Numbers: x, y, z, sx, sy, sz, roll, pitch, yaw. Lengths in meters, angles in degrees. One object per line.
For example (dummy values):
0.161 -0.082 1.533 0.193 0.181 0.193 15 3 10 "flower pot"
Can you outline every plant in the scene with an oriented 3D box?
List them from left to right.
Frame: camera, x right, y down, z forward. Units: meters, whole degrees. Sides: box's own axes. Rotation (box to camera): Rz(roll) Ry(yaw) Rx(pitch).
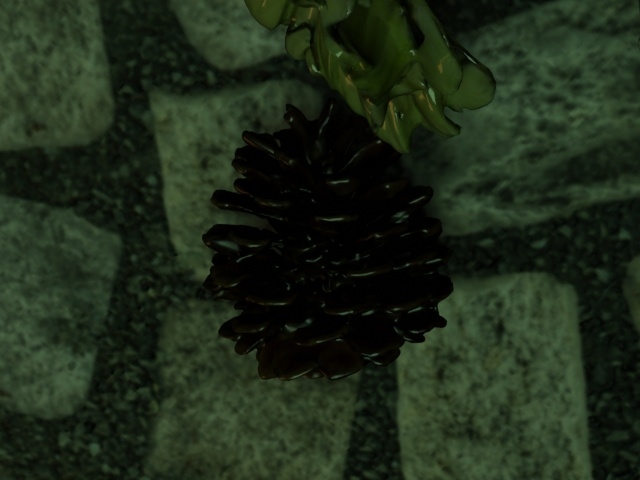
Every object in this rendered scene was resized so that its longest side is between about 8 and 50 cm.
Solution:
0.025 -0.192 0.944 0.297 0.261 0.305 -11 125 13 "plant"

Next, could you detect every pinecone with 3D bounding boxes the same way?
0.001 -0.007 1.096 0.163 0.163 0.165 -5 106 10 "pinecone"

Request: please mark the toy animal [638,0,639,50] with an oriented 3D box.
0.312 -0.156 0.958 0.289 0.249 0.174 -7 159 -26 "toy animal"
